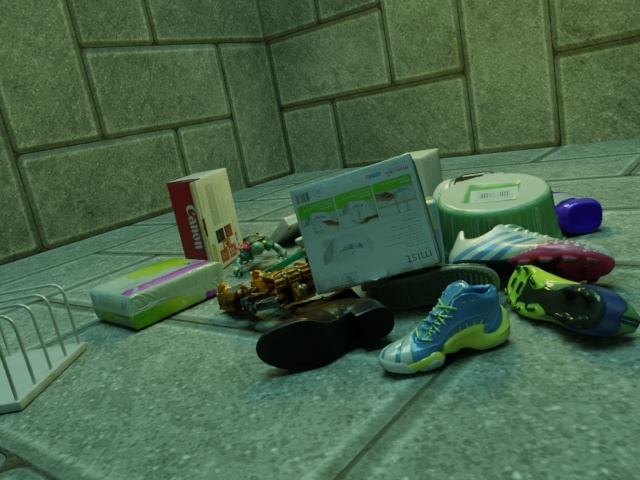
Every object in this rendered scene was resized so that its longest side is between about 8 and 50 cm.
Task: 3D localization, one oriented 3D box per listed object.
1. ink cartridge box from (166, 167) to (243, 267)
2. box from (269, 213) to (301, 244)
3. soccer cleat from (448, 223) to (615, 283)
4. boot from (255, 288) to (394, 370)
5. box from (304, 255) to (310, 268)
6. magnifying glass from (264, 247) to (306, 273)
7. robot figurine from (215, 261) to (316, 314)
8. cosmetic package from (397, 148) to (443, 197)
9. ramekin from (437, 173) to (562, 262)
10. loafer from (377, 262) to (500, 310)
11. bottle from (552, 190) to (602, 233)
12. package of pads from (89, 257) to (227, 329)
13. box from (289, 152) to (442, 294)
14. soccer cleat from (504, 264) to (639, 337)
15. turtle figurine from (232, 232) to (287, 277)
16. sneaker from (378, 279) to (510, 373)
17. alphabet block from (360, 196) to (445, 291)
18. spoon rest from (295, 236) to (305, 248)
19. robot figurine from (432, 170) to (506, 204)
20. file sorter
[{"bbox_3d":[-0.385,-0.061,1.837,0.130,0.309,0.272,-7,13,17],"label":"ink cartridge box"},{"bbox_3d":[-0.084,-0.051,1.995,0.186,0.038,0.145,-24,-18,-41],"label":"box"},{"bbox_3d":[0.433,0.016,1.177,0.332,0.116,0.143,-4,51,30],"label":"soccer cleat"},{"bbox_3d":[-0.020,0.153,1.120,0.264,0.096,0.280,-21,11,-14],"label":"boot"},{"bbox_3d":[0.006,0.058,1.585,0.062,0.052,0.083,-2,17,34],"label":"box"},{"bbox_3d":[-0.062,0.044,1.589,0.231,0.026,0.092,-31,0,22],"label":"magnifying glass"},{"bbox_3d":[-0.121,0.113,1.309,0.211,0.084,0.291,-21,5,-37],"label":"robot figurine"},{"bbox_3d":[0.352,-0.201,2.021,0.138,0.223,0.225,-5,15,28],"label":"cosmetic package"},{"bbox_3d":[0.439,-0.057,1.398,0.304,0.148,0.303,-12,23,5],"label":"ramekin"},{"bbox_3d":[0.245,0.087,1.170,0.251,0.094,0.087,-6,18,21],"label":"loafer"},{"bbox_3d":[0.669,-0.088,1.574,0.118,0.092,0.283,-9,13,-5],"label":"bottle"},{"bbox_3d":[-0.443,0.133,1.522,0.229,0.101,0.297,2,18,43],"label":"package of pads"},{"bbox_3d":[0.098,-0.030,1.171,0.262,0.230,0.127,-17,-3,14],"label":"box"},{"bbox_3d":[0.434,0.111,0.993,0.121,0.093,0.289,18,3,-12],"label":"soccer cleat"},{"bbox_3d":[-0.194,0.034,1.734,0.175,0.118,0.234,-13,7,-7],"label":"turtle figurine"},{"bbox_3d":[0.201,0.134,0.934,0.240,0.126,0.091,-14,13,-17],"label":"sneaker"},{"bbox_3d":[0.185,0.003,1.329,0.197,0.192,0.193,-8,4,9],"label":"alphabet block"},{"bbox_3d":[0.000,0.000,1.769,0.137,0.084,0.276,-13,14,-12],"label":"spoon rest"},{"bbox_3d":[0.473,-0.109,1.659,0.278,0.173,0.209,-5,11,24],"label":"robot figurine"},{"bbox_3d":[-0.664,0.223,1.166,0.193,0.172,0.277,-10,13,5],"label":"file sorter"}]
